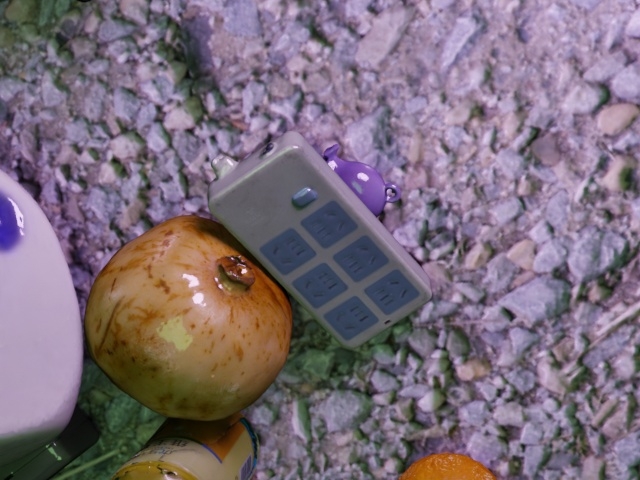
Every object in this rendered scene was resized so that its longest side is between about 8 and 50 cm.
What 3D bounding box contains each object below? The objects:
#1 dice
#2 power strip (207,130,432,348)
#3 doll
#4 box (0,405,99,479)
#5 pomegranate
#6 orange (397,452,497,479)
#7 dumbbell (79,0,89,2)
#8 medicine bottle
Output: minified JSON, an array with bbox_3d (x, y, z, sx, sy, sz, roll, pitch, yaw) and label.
[{"bbox_3d":[-0.441,0.101,1.793,0.304,0.277,0.304,-30,75,45],"label":"dice"},{"bbox_3d":[0.000,0.000,1.773,0.118,0.046,0.270,-32,120,20],"label":"power strip"},{"bbox_3d":[-0.017,-0.048,1.812,0.206,0.067,0.110,0,114,13],"label":"doll"},{"bbox_3d":[-0.362,0.279,1.958,0.244,0.103,0.055,-39,88,19],"label":"box"},{"bbox_3d":[-0.130,0.075,1.798,0.215,0.215,0.215,3,104,13],"label":"pomegranate"},{"bbox_3d":[0.134,0.295,1.833,0.136,0.117,0.135,4,111,11],"label":"orange"},{"bbox_3d":[-0.276,-0.344,1.761,0.325,0.143,0.143,32,109,5],"label":"dumbbell"},{"bbox_3d":[-0.148,0.257,1.829,0.124,0.239,0.124,2,102,11],"label":"medicine bottle"}]
